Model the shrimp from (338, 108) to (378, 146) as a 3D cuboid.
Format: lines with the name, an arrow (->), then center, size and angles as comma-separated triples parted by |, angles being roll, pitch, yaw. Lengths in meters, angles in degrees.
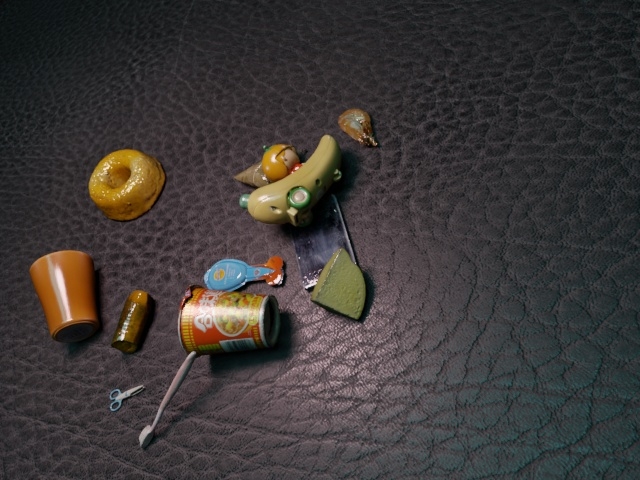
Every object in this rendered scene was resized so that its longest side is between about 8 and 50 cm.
shrimp -> 0.115, -0.334, 1.450 | 0.091, 0.043, 0.184 | -31, 54, 2

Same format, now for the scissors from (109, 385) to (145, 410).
scissors -> -0.530, 0.421, 1.343 | 0.119, 0.014, 0.058 | -28, 56, 12

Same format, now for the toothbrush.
toothbrush -> -0.383, 0.394, 1.223 | 0.029, 0.025, 0.307 | 44, 108, 43

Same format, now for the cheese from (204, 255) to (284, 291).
cheese -> -0.217, 0.095, 1.369 | 0.256, 0.037, 0.106 | -6, 62, 19

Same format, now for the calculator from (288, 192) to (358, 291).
calculator -> 0.000, 0.000, 1.333 | 0.161, 0.021, 0.262 | -22, 56, 13

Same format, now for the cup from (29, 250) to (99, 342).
cup -> -0.783, 0.182, 1.513 | 0.226, 0.182, 0.264 | -49, 55, 34

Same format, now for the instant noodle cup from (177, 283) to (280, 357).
instant noodle cup -> -0.220, 0.200, 1.235 | 0.212, 0.193, 0.193 | -3, 62, 14

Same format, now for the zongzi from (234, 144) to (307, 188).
zongzi -> -0.159, -0.241, 1.504 | 0.178, 0.081, 0.189 | 20, 69, 36

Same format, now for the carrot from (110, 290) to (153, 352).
carrot -> -0.537, 0.231, 1.410 | 0.082, 0.082, 0.173 | -1, 64, 24

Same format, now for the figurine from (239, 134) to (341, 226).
figurine -> -0.074, -0.177, 1.355 | 0.222, 0.124, 0.325 | 33, 71, 18

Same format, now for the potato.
potato -> 0.060, 0.111, 1.218 | 0.120, 0.081, 0.149 | 28, 80, -8

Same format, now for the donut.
donut -> -0.676, -0.203, 1.692 | 0.277, 0.108, 0.278 | -11, 59, 18
